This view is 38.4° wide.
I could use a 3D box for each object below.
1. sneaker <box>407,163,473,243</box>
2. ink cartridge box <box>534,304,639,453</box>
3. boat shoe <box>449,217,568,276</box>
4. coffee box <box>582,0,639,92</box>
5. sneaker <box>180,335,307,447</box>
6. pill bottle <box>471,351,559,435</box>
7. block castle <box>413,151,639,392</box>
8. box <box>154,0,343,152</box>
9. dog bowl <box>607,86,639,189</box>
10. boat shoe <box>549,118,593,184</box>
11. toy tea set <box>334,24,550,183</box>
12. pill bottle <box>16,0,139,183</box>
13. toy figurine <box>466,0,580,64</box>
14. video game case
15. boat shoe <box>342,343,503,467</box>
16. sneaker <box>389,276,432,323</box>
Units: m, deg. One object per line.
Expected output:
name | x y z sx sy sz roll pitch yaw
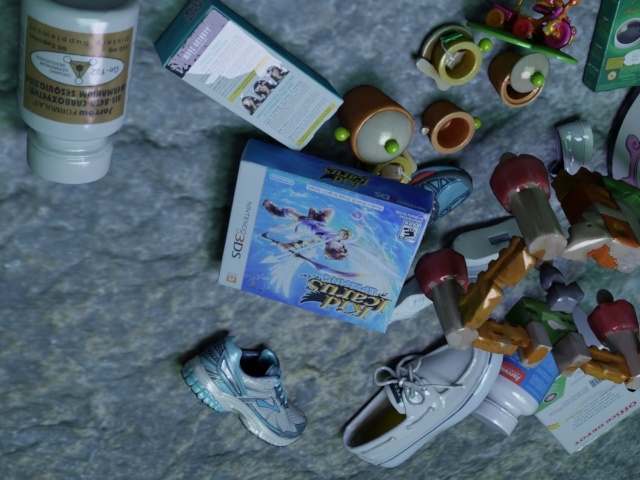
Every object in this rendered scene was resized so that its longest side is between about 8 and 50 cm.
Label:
sneaker | 0.136 -0.015 1.440 0.262 0.125 0.104 -31 134 1
ink cartridge box | 0.515 0.288 1.871 0.201 0.117 0.278 -38 133 7
boat shoe | 0.319 0.015 1.596 0.228 0.079 0.081 -10 149 -20
coffee box | 0.477 -0.322 1.411 0.113 0.040 0.184 -12 131 -17
sneaker | -0.099 0.256 1.563 0.122 0.110 0.283 -44 132 8
pill bottle | 0.371 0.247 1.715 0.221 0.124 0.124 -56 134 -12
block castle | 0.410 0.047 1.464 0.453 0.212 0.303 15 130 -24
box | -0.090 -0.218 1.212 0.244 0.060 0.100 30 110 -39
dog bowl | 0.705 -0.171 1.562 0.408 0.150 0.408 -13 133 -15
boat shoe | 0.414 -0.115 1.537 0.063 0.066 0.184 -8 133 -1
toy tea set | 0.180 -0.182 1.326 0.336 0.124 0.200 -35 133 5
pill bottle | -0.292 -0.189 1.092 0.131 0.131 0.229 -2 127 -24
toy figurine | 0.303 -0.340 1.248 0.130 0.173 0.159 0 115 -46
video game case | 0.000 0.000 1.328 0.270 0.061 0.244 16 132 1
boat shoe | 0.168 0.280 1.705 0.156 0.135 0.367 25 123 -34
sneaker | 0.165 0.100 1.604 0.152 0.053 0.061 -19 142 -2
